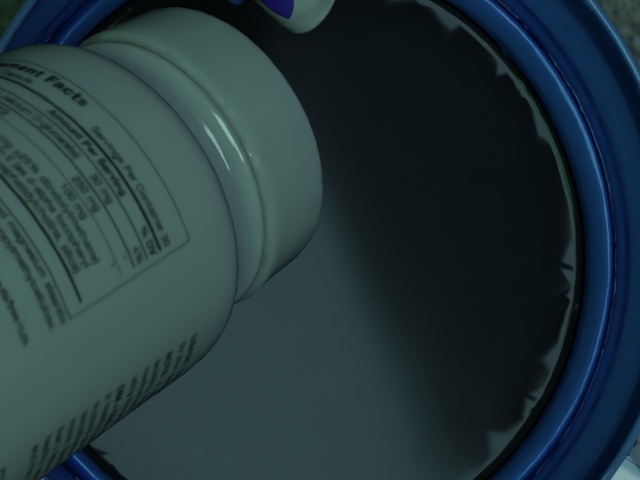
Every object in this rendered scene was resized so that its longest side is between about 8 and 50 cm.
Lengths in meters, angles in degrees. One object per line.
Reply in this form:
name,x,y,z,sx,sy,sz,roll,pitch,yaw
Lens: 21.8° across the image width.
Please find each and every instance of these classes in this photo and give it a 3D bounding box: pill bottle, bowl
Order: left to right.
pill bottle,-0.136,0.016,0.678,0.283,0.160,0.160,-35,102,-41
bowl,0.000,0.000,0.881,0.391,0.077,0.391,2,83,-15

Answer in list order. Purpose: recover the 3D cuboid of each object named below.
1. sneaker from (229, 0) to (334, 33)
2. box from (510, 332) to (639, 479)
sneaker,-0.048,-0.166,0.720,0.236,0.130,0.323,64,33,-34
box,0.240,0.124,0.980,0.159,0.044,0.233,-43,87,-17
